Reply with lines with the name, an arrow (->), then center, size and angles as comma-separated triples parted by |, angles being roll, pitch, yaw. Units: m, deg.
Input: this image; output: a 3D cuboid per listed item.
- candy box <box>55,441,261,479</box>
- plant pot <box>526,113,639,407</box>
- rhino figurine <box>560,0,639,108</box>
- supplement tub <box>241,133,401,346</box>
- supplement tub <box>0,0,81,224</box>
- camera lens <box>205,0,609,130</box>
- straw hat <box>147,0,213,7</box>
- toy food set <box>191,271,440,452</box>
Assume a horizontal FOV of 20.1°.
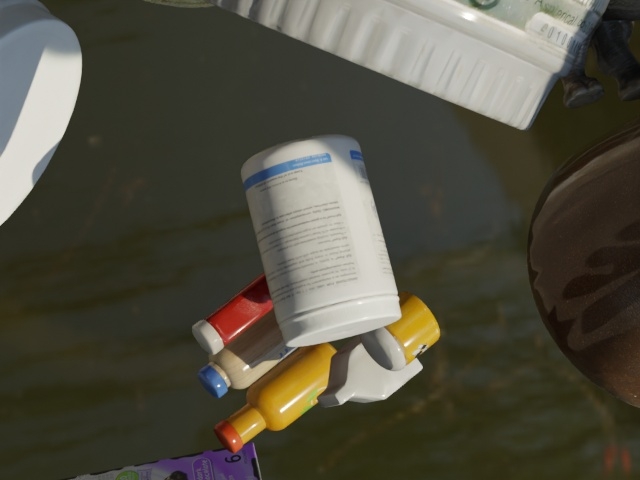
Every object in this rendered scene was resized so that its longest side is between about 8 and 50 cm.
candy box -> -0.140, 0.271, 1.598 | 0.165, 0.196, 0.070 | -108, -171, -56
plant pot -> 0.272, -0.014, 1.180 | 0.230, 0.215, 0.215 | 123, -32, -70
rhino figurine -> 0.242, -0.175, 1.099 | 0.073, 0.243, 0.106 | 18, 49, -60
supplement tub -> 0.000, 0.000, 1.014 | 0.071, 0.071, 0.107 | 9, 66, -65
supplement tub -> -0.347, -0.144, 1.256 | 0.228, 0.316, 0.228 | -52, 163, -22
camera lens -> 0.063, -0.216, 0.873 | 0.219, 0.219, 0.274 | 9, 104, -65
straw hat -> -0.077, -0.186, 1.053 | 0.061, 0.144, 0.144 | -99, 169, -62
toy food set -> -0.017, 0.075, 1.214 | 0.104, 0.232, 0.111 | -38, 95, -20
